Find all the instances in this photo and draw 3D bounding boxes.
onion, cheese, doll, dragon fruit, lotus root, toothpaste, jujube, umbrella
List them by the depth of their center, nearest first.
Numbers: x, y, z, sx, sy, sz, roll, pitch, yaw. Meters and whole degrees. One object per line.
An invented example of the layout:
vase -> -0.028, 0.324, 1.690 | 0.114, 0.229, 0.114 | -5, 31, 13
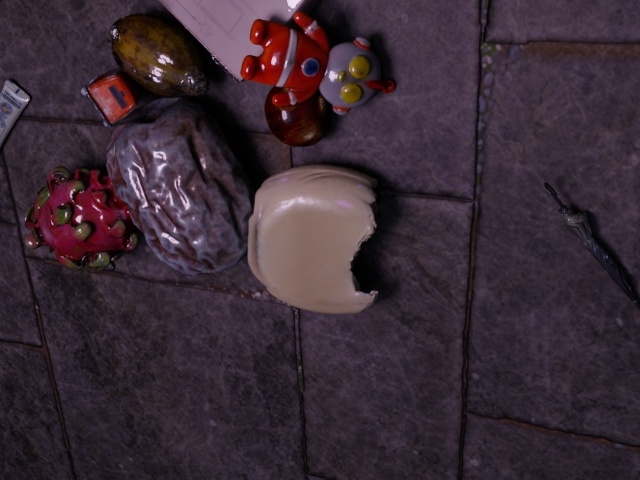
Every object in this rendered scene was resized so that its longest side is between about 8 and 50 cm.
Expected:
doll -> 0.004, -0.259, 1.100 | 0.245, 0.076, 0.142 | 12, 113, -20
umbrella -> 0.423, 0.009, 1.116 | 0.044, 0.044, 0.269 | -39, 104, 7
onion -> -0.037, -0.207, 1.176 | 0.119, 0.118, 0.117 | -21, 100, 31
lotus root -> -0.269, -0.310, 1.229 | 0.210, 0.120, 0.120 | 34, 123, 10
cheese -> 0.000, 0.000, 1.238 | 0.234, 0.127, 0.265 | 13, 122, 8
jujube -> -0.235, -0.087, 1.265 | 0.226, 0.226, 0.316 | -15, 112, 29
dragon fruit -> -0.462, -0.048, 1.407 | 0.273, 0.198, 0.218 | 18, 152, 41
toothpaste -> -0.664, -0.225, 1.491 | 0.062, 0.039, 0.239 | 41, 121, -3

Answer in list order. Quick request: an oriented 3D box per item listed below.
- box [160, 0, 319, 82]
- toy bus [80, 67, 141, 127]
box -> -0.109, -0.405, 1.114 | 0.203, 0.106, 0.252 | 45, 124, 0
toy bus -> -0.359, -0.258, 1.267 | 0.077, 0.174, 0.079 | -31, 112, 2
